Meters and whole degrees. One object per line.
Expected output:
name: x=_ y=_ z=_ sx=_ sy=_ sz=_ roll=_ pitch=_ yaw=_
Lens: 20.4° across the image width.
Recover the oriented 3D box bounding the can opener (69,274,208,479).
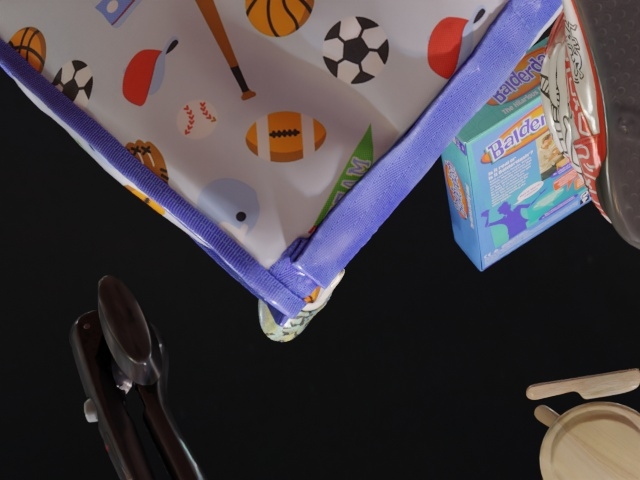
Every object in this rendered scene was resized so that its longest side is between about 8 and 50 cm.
can opener: x=-0.105 y=0.112 z=1.043 sx=0.059 sy=0.073 sz=0.186 roll=-23 pitch=-118 yaw=2

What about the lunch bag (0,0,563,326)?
lunch bag: x=-0.033 y=-0.151 z=1.333 sx=0.328 sy=0.239 sz=0.385 roll=-50 pitch=-132 yaw=-3

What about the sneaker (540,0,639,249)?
sneaker: x=0.155 y=-0.139 z=0.927 sx=0.090 sy=0.270 sz=0.145 roll=-10 pitch=-159 yaw=-3

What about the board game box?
board game box: x=0.181 y=-0.080 z=1.504 sx=0.160 sy=0.210 sz=0.047 roll=-32 pitch=-120 yaw=-10

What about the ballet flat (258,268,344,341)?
ballet flat: x=0.000 y=0.000 z=1.507 sx=0.070 sy=0.070 sz=0.188 roll=17 pitch=-89 yaw=19

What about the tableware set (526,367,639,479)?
tableware set: x=0.248 y=0.139 z=1.223 sx=0.194 sy=0.128 sz=0.039 roll=-11 pitch=-168 yaw=13
